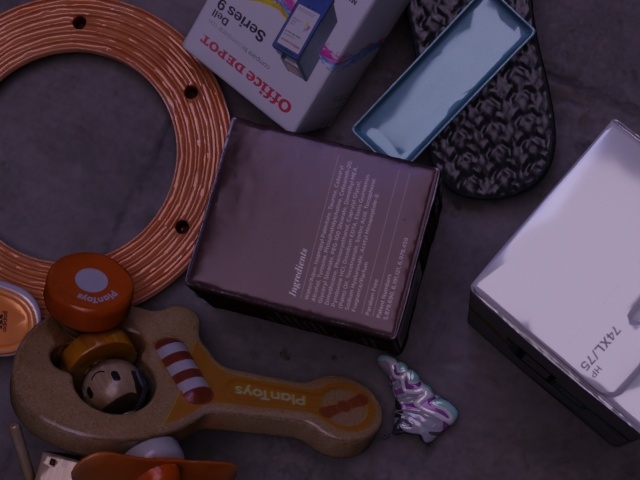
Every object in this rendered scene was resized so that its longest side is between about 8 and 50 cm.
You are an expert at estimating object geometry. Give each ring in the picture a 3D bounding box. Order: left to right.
[{"bbox_3d":[-0.253,-0.084,1.661,0.337,0.032,0.336,-1,80,4],"label":"ring"}]

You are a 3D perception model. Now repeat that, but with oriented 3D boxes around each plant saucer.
[{"bbox_3d":[0.118,-0.154,1.580,0.067,0.018,0.192,44,97,0],"label":"plant saucer"}]

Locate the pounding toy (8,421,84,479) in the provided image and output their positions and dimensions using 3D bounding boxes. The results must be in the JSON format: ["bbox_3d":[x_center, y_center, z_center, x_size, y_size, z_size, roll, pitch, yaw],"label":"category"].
[{"bbox_3d":[-0.247,0.249,1.551,0.100,0.141,0.130,14,82,7],"label":"pounding toy"}]

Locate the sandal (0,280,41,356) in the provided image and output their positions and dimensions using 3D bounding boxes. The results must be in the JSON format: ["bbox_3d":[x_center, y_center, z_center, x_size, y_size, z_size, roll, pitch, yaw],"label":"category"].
[{"bbox_3d":[-0.408,0.066,1.608,0.265,0.076,0.101,3,92,13],"label":"sandal"}]

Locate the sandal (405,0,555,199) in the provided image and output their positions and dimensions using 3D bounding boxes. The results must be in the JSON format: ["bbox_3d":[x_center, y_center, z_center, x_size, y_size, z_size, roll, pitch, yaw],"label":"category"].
[{"bbox_3d":[0.147,-0.263,1.631,0.168,0.107,0.445,-2,94,5],"label":"sandal"}]

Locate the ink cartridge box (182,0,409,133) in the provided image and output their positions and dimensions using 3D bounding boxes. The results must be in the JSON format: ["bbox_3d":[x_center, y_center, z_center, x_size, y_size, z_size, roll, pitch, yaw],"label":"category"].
[{"bbox_3d":[-0.013,-0.232,1.585,0.154,0.093,0.212,41,117,15],"label":"ink cartridge box"}]

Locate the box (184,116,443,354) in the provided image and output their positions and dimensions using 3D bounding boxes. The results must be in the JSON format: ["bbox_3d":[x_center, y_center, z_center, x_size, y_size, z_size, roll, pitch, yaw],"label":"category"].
[{"bbox_3d":[0.000,0.000,1.557,0.203,0.168,0.167,15,83,6],"label":"box"}]

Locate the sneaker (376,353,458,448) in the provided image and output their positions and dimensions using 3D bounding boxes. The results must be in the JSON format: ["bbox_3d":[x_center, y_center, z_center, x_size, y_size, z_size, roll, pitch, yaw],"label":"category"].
[{"bbox_3d":[0.078,0.162,1.591,0.098,0.038,0.069,40,85,10],"label":"sneaker"}]

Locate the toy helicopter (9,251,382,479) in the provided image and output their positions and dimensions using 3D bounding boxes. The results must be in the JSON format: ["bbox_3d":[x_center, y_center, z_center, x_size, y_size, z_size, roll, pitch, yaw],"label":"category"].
[{"bbox_3d":[-0.114,0.157,1.535,0.355,0.140,0.235,10,41,-11],"label":"toy helicopter"}]

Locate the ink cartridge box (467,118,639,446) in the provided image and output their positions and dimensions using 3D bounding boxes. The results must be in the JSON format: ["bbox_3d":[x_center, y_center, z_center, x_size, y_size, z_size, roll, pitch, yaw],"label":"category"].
[{"bbox_3d":[0.268,0.049,1.476,0.197,0.270,0.198,40,86,9],"label":"ink cartridge box"}]
